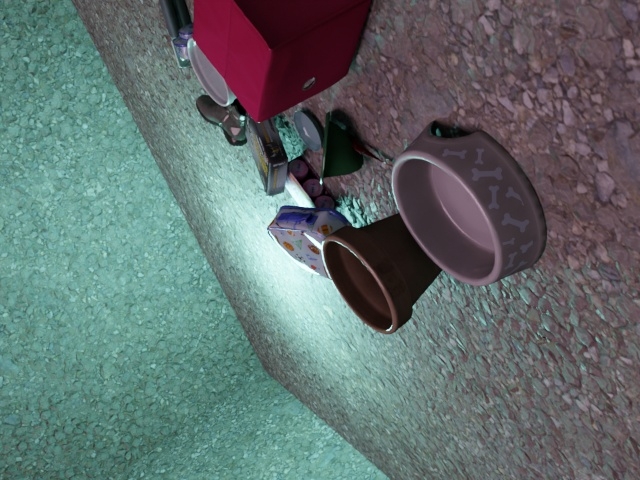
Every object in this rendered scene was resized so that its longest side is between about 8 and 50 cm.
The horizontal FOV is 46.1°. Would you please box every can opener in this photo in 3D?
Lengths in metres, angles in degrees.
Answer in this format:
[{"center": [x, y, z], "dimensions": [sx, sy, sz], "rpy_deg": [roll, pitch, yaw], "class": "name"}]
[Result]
[{"center": [-0.442, -0.658, 2.288], "dimensions": [0.095, 0.076, 0.284], "rpy_deg": [40, 154, 37], "class": "can opener"}]

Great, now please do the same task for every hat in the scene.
[{"center": [0.096, -0.203, 1.795], "dimensions": [0.173, 0.183, 0.209], "rpy_deg": [95, 179, -51], "class": "hat"}]

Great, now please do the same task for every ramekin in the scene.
[{"center": [-0.269, -0.489, 2.089], "dimensions": [0.207, 0.109, 0.207], "rpy_deg": [48, 158, 26], "class": "ramekin"}]

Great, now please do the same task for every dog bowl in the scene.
[{"center": [0.274, -0.062, 1.473], "dimensions": [0.349, 0.102, 0.349], "rpy_deg": [47, 159, 24], "class": "dog bowl"}]

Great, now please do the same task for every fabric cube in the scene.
[{"center": [-0.084, -0.444, 1.499], "dimensions": [0.259, 0.254, 0.258], "rpy_deg": [53, 159, 12], "class": "fabric cube"}]

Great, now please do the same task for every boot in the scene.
[{"center": [-0.298, -0.422, 2.347], "dimensions": [0.246, 0.083, 0.161], "rpy_deg": [45, 148, 25], "class": "boot"}]

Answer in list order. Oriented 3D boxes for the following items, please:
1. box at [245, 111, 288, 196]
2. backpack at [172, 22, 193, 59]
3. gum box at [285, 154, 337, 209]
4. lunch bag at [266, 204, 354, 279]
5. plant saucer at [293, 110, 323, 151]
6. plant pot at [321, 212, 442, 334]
[{"center": [-0.157, -0.269, 2.137], "dimensions": [0.183, 0.056, 0.231], "rpy_deg": [104, 149, -62], "class": "box"}, {"center": [-0.367, -0.579, 2.173], "dimensions": [0.105, 0.114, 0.084], "rpy_deg": [35, 151, 49], "class": "backpack"}, {"center": [-0.032, -0.138, 2.144], "dimensions": [0.188, 0.062, 0.107], "rpy_deg": [54, 161, 8], "class": "gum box"}, {"center": [0.000, 0.000, 2.085], "dimensions": [0.303, 0.115, 0.243], "rpy_deg": [5, 142, 52], "class": "lunch bag"}, {"center": [-0.027, -0.289, 1.957], "dimensions": [0.119, 0.021, 0.119], "rpy_deg": [48, 160, 24], "class": "plant saucer"}, {"center": [0.167, 0.044, 1.700], "dimensions": [0.263, 0.229, 0.263], "rpy_deg": [48, 160, 24], "class": "plant pot"}]
